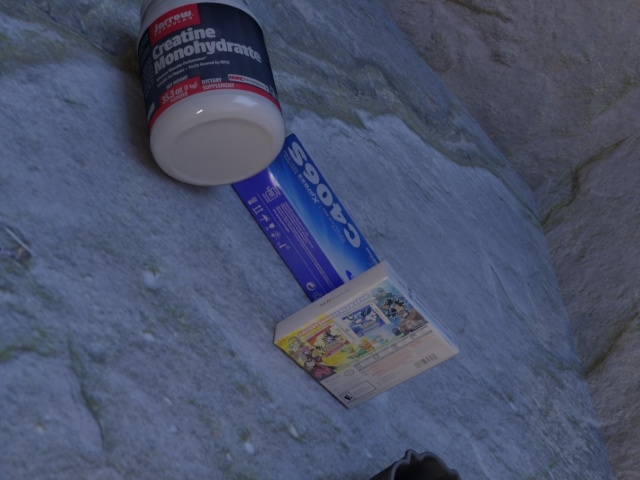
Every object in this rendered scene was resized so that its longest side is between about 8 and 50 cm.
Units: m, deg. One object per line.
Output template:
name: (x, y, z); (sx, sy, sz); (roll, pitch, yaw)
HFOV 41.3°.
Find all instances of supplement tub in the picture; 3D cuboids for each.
supplement tub: (-0.164, -0.234, 1.234); (0.191, 0.191, 0.272); (27, 41, -49)

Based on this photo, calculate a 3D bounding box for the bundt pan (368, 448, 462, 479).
bundt pan: (0.134, 0.458, 1.138); (0.331, 0.124, 0.331); (43, 31, -34)

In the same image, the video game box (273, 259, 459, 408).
video game box: (0.067, 0.144, 1.251); (0.187, 0.205, 0.048); (45, 26, -31)

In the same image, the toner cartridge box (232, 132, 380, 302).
toner cartridge box: (0.000, 0.000, 1.426); (0.348, 0.075, 0.165); (56, 27, -10)

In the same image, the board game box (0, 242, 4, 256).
board game box: (-0.411, -0.114, 0.588); (0.318, 0.066, 0.318); (0, 64, -64)
